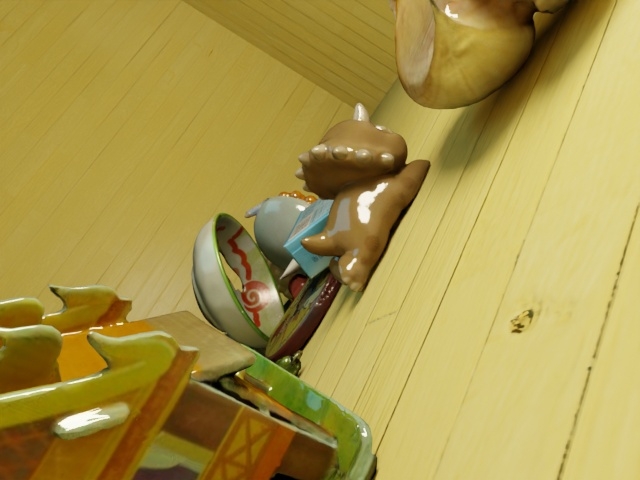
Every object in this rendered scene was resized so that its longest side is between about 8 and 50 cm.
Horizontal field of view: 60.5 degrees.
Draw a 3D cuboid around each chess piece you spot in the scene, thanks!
[{"bbox_3d":[-0.182,0.053,1.595,0.137,0.300,0.137,-61,5,8],"label":"chess piece"}]

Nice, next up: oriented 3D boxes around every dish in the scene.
[{"bbox_3d":[-0.205,0.107,1.241,0.124,0.324,0.324,-25,11,9],"label":"dish"}]

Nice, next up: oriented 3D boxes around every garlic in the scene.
[{"bbox_3d":[0.173,-0.293,0.593,0.286,0.249,0.313,-41,30,17],"label":"garlic"}]

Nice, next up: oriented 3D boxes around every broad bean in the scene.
[{"bbox_3d":[-0.080,0.230,0.924,0.254,0.046,0.065,135,156,-64],"label":"broad bean"}]

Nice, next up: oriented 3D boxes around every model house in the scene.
[{"bbox_3d":[-0.199,0.194,0.366,0.242,0.312,0.358,15,71,57],"label":"model house"}]

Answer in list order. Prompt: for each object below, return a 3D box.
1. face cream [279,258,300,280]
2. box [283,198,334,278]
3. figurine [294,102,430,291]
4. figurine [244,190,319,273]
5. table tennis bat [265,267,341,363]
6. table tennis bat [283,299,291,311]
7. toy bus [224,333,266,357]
[{"bbox_3d":[0.000,0.000,1.229,0.244,0.058,0.092,-47,-12,27],"label":"face cream"},{"bbox_3d":[0.025,-0.035,1.038,0.142,0.083,0.232,-37,10,16],"label":"box"},{"bbox_3d":[0.038,-0.074,0.816,0.247,0.173,0.177,-59,5,-3],"label":"figurine"},{"bbox_3d":[-0.025,-0.014,1.467,0.382,0.224,0.205,7,-87,-69],"label":"figurine"},{"bbox_3d":[-0.030,0.119,1.123,0.268,0.051,0.414,-57,7,0],"label":"table tennis bat"},{"bbox_3d":[-0.145,0.267,1.584,0.131,0.022,0.234,-52,6,50],"label":"table tennis bat"},{"bbox_3d":[-0.229,0.340,1.231,0.179,0.143,0.305,-53,6,33],"label":"toy bus"}]
